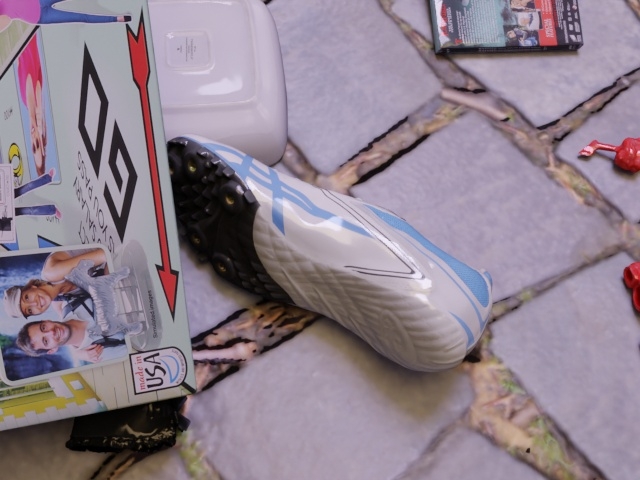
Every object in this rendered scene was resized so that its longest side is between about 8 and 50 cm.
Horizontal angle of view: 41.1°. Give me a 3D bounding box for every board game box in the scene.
[{"bbox_3d":[-0.190,-0.059,0.439,0.214,0.046,0.317,-9,96,-17],"label":"board game box"}]

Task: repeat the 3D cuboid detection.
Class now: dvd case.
[{"bbox_3d":[0.145,-0.192,0.674,0.120,0.013,0.087,-4,82,-10],"label":"dvd case"}]

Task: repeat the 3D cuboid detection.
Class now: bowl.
[{"bbox_3d":[-0.093,-0.119,0.602,0.142,0.053,0.142,-3,68,-8],"label":"bowl"}]

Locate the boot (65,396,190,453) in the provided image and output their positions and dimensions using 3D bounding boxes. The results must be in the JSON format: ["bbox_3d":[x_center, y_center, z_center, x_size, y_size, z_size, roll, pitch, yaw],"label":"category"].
[{"bbox_3d":[-0.137,0.077,0.516,0.121,0.045,0.099,2,72,-5],"label":"boot"}]

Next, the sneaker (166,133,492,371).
[{"bbox_3d":[0.000,0.000,0.553,0.237,0.085,0.086,31,40,10],"label":"sneaker"}]

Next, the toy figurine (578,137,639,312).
[{"bbox_3d":[0.323,0.022,0.502,0.191,0.217,0.362,-6,67,-10],"label":"toy figurine"}]
